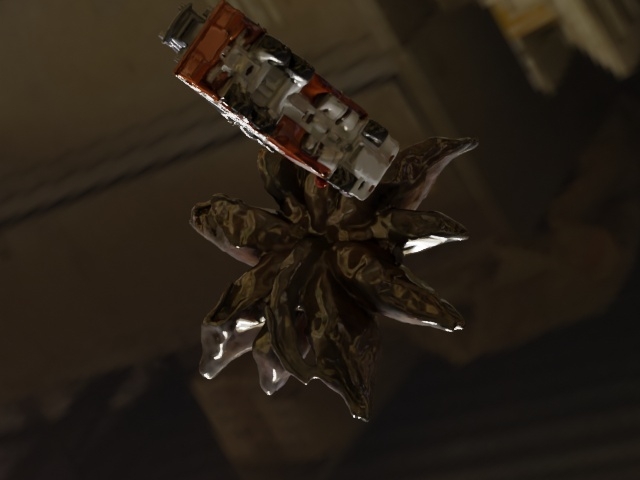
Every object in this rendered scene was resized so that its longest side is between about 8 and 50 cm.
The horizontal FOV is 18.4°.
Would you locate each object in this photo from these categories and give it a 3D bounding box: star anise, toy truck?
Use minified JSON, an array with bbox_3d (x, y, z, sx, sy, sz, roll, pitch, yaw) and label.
[{"bbox_3d":[0.000,0.000,1.097,0.195,0.065,0.182,10,-106,35],"label":"star anise"},{"bbox_3d":[-0.008,-0.034,0.510,0.032,0.083,0.024,29,-94,45],"label":"toy truck"}]
